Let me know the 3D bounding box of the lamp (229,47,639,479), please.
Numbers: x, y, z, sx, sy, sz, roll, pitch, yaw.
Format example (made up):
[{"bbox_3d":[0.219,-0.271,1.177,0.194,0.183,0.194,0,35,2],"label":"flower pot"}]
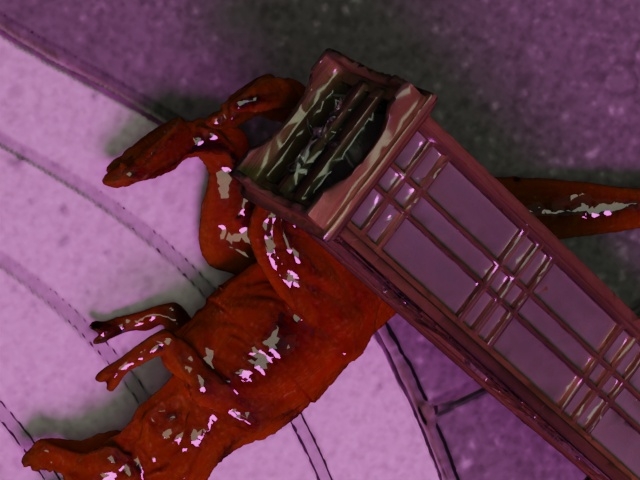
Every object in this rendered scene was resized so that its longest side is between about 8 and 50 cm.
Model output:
[{"bbox_3d":[0.100,0.036,1.001,0.325,0.090,0.089,42,83,-34],"label":"lamp"}]

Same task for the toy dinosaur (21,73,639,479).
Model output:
[{"bbox_3d":[0.000,0.000,1.033,0.432,0.097,0.208,-31,110,-5],"label":"toy dinosaur"}]
